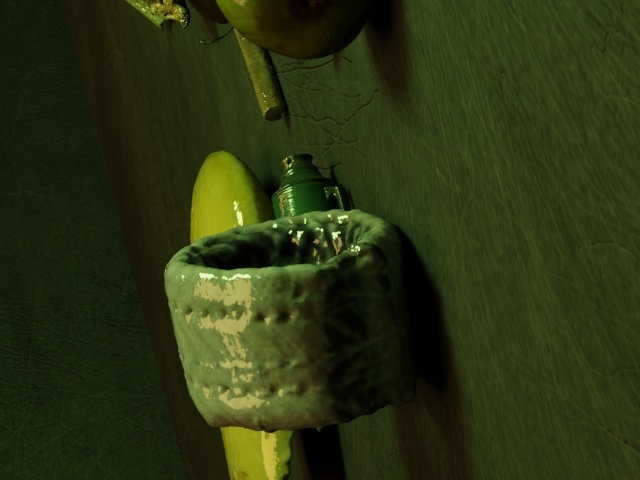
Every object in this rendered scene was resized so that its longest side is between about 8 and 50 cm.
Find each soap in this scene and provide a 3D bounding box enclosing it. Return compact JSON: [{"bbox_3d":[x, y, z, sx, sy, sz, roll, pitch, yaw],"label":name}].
[{"bbox_3d":[-0.083,0.103,2.125,0.306,0.115,0.427,150,110,-82],"label":"soap"}]

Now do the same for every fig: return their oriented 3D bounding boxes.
[{"bbox_3d":[-0.032,-0.242,1.514,0.186,0.142,0.148,43,117,50],"label":"fig"}]

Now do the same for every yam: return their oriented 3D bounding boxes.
[{"bbox_3d":[-0.070,-0.196,2.006,0.032,0.032,0.145,94,160,-51],"label":"yam"}]

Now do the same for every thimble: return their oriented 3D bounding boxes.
[{"bbox_3d":[-0.020,0.072,1.582,0.245,0.217,0.157,8,113,60],"label":"thimble"}]

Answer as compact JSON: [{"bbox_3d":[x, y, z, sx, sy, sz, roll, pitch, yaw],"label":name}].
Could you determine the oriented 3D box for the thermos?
[{"bbox_3d":[-0.004,0.002,1.761,0.083,0.073,0.187,99,158,-69],"label":"thermos"}]

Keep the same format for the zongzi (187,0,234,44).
[{"bbox_3d":[-0.135,-0.298,1.736,0.241,0.111,0.247,-68,-41,-63],"label":"zongzi"}]

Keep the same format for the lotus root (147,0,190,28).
[{"bbox_3d":[-0.212,-0.380,2.324,0.125,0.118,0.221,29,-127,-83],"label":"lotus root"}]

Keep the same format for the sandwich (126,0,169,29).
[{"bbox_3d":[-0.290,-0.449,2.692,0.094,0.096,0.258,144,117,-83],"label":"sandwich"}]
